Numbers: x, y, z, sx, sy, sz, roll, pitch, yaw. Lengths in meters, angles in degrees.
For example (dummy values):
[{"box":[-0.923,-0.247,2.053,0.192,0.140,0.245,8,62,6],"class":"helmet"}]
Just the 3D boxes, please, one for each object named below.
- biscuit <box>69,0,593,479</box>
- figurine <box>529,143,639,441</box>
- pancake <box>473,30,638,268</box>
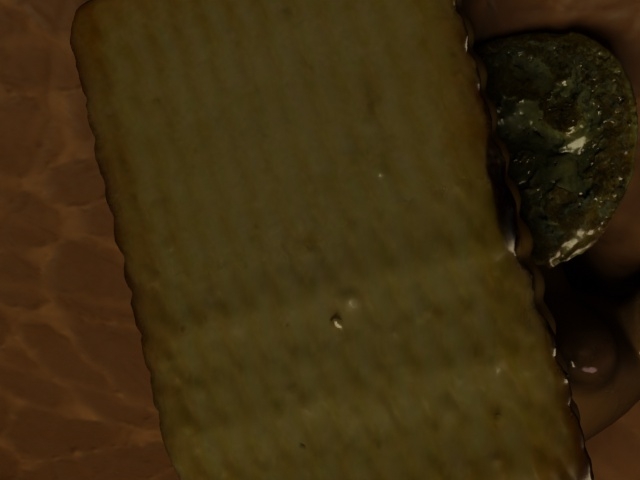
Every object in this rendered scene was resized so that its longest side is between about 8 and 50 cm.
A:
[{"box":[0.000,0.000,0.564,0.172,0.029,0.255,-17,81,22],"class":"biscuit"},{"box":[0.058,0.105,0.638,0.177,0.173,0.247,42,126,-19],"class":"figurine"},{"box":[0.078,-0.038,0.577,0.108,0.108,0.017,-10,160,21],"class":"pancake"}]
